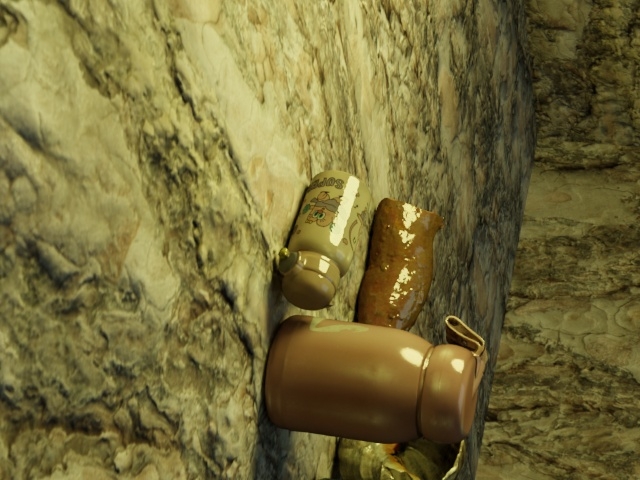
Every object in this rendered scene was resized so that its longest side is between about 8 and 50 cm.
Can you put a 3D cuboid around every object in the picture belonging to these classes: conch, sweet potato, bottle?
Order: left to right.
[{"bbox_3d":[0.000,0.000,1.800,0.110,0.097,0.209,43,48,-29],"label":"bottle"},{"bbox_3d":[0.085,0.193,1.800,0.173,0.296,0.206,73,29,-50],"label":"bottle"},{"bbox_3d":[0.132,0.098,2.222,0.131,0.131,0.337,50,49,-67],"label":"sweet potato"},{"bbox_3d":[0.150,0.401,2.151,0.291,0.210,0.159,-132,-153,-56],"label":"conch"}]

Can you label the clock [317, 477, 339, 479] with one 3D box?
[{"bbox_3d":[0.017,0.504,2.054,0.215,0.041,0.215,1,89,-62],"label":"clock"}]
